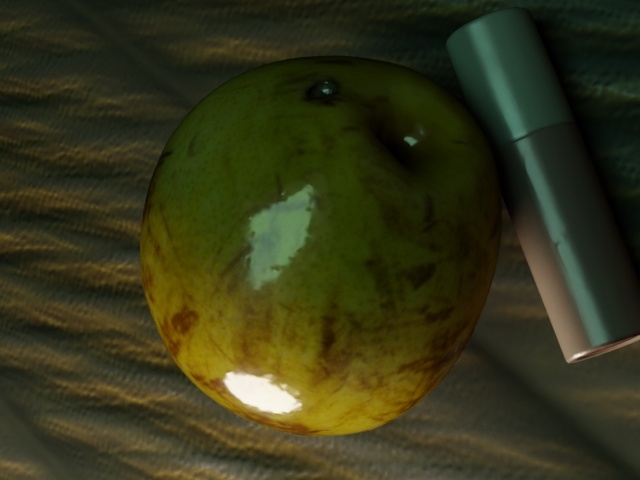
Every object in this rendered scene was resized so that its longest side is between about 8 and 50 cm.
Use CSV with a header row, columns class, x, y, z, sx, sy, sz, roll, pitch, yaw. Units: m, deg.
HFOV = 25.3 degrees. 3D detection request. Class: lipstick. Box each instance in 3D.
class,x,y,z,sx,sy,sz,roll,pitch,yaw
lipstick,0.166,-0.041,1.037,0.070,0.070,0.254,-28,76,35

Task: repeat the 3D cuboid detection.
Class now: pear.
class,x,y,z,sx,sy,sz,roll,pitch,yaw
pear,0.000,0.000,1.042,0.281,0.281,0.280,2,93,37
